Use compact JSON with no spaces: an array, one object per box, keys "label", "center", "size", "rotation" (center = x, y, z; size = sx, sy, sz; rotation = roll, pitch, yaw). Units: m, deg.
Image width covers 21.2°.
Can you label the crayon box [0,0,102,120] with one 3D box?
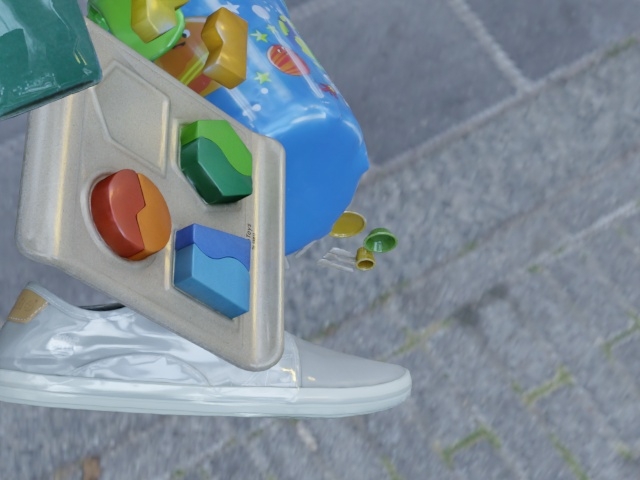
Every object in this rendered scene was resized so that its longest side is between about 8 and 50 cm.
[{"label":"crayon box","center":[-0.250,-0.221,0.956],"size":[0.083,0.203,0.323],"rotation":[-26,104,-33]}]

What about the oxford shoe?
[{"label":"oxford shoe","center":[-0.107,0.110,1.693],"size":[0.449,0.169,0.130],"rotation":[6,84,-24]}]

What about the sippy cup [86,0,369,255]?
[{"label":"sippy cup","center":[-0.081,-0.105,1.528],"size":[0.305,0.240,0.224],"rotation":[-1,38,-41]}]

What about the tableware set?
[{"label":"tableware set","center":[0.000,0.000,1.806],"size":[0.154,0.104,0.024],"rotation":[19,49,-28]}]

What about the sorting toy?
[{"label":"sorting toy","center":[-0.108,-0.077,1.243],"size":[0.229,0.041,0.307],"rotation":[29,47,-37]}]
